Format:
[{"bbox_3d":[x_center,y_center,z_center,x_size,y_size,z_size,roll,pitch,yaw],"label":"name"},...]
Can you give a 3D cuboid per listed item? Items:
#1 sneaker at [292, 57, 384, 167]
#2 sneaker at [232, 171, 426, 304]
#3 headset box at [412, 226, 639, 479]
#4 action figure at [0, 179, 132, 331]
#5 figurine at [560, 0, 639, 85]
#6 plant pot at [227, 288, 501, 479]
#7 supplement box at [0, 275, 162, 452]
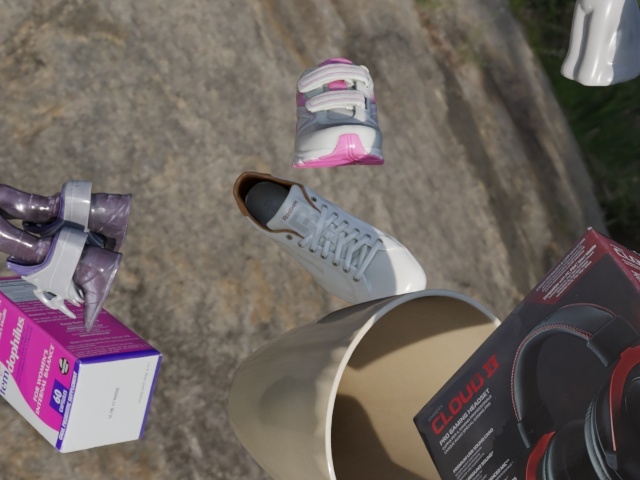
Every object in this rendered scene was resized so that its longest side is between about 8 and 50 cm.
[{"bbox_3d":[0.013,-0.147,1.308,0.252,0.103,0.111,-115,-156,-73],"label":"sneaker"},{"bbox_3d":[0.000,0.000,1.516,0.290,0.105,0.123,29,-4,21],"label":"sneaker"},{"bbox_3d":[0.205,0.150,0.830,0.110,0.218,0.293,25,25,-33],"label":"headset box"},{"bbox_3d":[-0.312,-0.027,1.007,0.285,0.099,0.185,21,32,-14],"label":"action figure"},{"bbox_3d":[0.332,-0.246,1.140,0.092,0.215,0.209,-15,121,-29],"label":"figurine"},{"bbox_3d":[0.027,0.178,1.192,0.257,0.274,0.256,2,87,-37],"label":"plant pot"},{"bbox_3d":[-0.296,0.132,1.314,0.114,0.111,0.220,-2,25,-45],"label":"supplement box"}]
